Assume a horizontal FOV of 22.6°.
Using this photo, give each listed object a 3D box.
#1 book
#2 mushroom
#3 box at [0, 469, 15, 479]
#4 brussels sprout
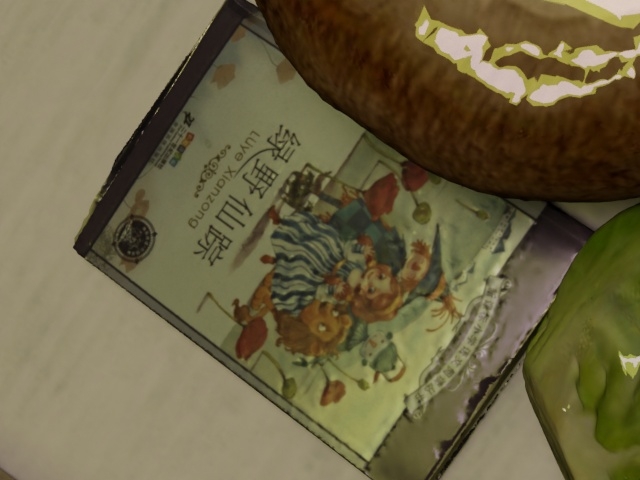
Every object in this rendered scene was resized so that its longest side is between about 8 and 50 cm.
[{"bbox_3d":[0.000,0.000,0.783,0.231,0.026,0.157,35,94,20],"label":"book"},{"bbox_3d":[0.116,-0.186,0.686,0.345,0.239,0.345,-7,59,11],"label":"mushroom"},{"bbox_3d":[-0.200,0.220,0.780,0.168,0.095,0.212,31,93,22],"label":"box"},{"bbox_3d":[0.161,0.050,0.673,0.155,0.117,0.155,-1,80,8],"label":"brussels sprout"}]
